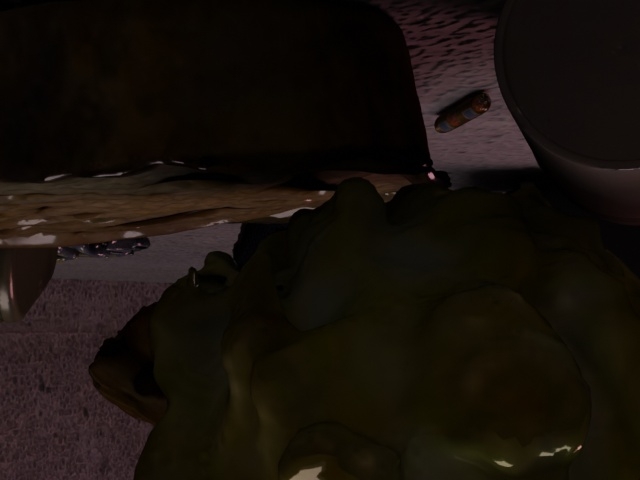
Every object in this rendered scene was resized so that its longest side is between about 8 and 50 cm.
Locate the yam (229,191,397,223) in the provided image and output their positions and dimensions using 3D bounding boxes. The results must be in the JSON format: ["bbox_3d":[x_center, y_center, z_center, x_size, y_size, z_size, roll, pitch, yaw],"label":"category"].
[{"bbox_3d":[-0.073,-0.048,1.048,0.317,0.071,0.067,0,-149,-5],"label":"yam"}]

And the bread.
[{"bbox_3d":[-0.059,0.135,1.235,0.324,0.167,0.277,25,-177,-4],"label":"bread"}]

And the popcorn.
[{"bbox_3d":[0.064,0.120,0.611,0.312,0.312,0.312,0,175,0],"label":"popcorn"}]

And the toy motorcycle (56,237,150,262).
[{"bbox_3d":[-0.318,-0.003,1.576,0.193,0.061,0.124,2,171,-15],"label":"toy motorcycle"}]

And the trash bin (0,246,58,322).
[{"bbox_3d":[-0.355,-0.014,0.992,0.247,0.121,0.243,4,-169,-3],"label":"trash bin"}]

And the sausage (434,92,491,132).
[{"bbox_3d":[0.101,-0.091,0.856,0.015,0.015,0.100,2,175,-13],"label":"sausage"}]

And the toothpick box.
[{"bbox_3d":[0.148,-0.070,0.570,0.111,0.111,0.180,-1,173,17],"label":"toothpick box"}]

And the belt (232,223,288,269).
[{"bbox_3d":[0.000,0.000,1.276,0.139,0.126,0.230,28,-176,20],"label":"belt"}]

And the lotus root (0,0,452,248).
[{"bbox_3d":[-0.093,-0.059,0.755,0.375,0.111,0.390,3,171,-39],"label":"lotus root"}]

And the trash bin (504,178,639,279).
[{"bbox_3d":[0.285,0.023,1.225,0.290,0.182,0.209,-5,173,5],"label":"trash bin"}]
